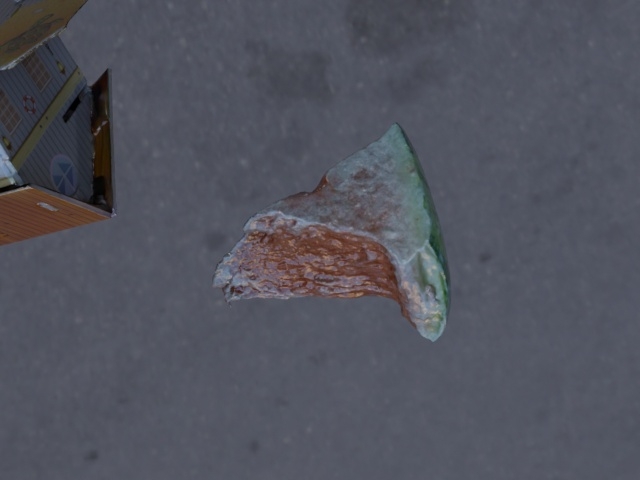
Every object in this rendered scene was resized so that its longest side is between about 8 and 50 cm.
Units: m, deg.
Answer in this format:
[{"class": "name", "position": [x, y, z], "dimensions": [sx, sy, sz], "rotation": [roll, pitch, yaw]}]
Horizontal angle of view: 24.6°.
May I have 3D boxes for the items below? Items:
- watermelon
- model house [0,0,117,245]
[{"class": "watermelon", "position": [0.014, -0.018, 0.951], "dimensions": [0.158, 0.121, 0.098], "rotation": [7, 149, 15]}, {"class": "model house", "position": [-0.189, -0.068, 0.892], "dimensions": [0.219, 0.207, 0.136], "rotation": [-12, 123, 27]}]
